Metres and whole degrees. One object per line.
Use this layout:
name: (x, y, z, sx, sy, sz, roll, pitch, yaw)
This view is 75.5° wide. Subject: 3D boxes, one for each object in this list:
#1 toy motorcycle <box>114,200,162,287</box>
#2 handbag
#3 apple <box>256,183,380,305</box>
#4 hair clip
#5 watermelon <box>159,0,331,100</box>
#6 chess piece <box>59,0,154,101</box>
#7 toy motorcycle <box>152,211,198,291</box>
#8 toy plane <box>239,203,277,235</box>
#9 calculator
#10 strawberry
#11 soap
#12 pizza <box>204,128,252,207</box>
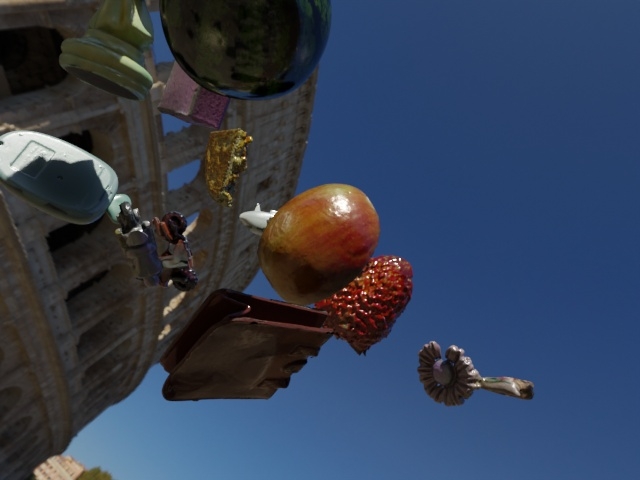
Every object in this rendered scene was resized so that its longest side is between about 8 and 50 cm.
toy motorcycle: (-0.390, 0.028, 0.902, 0.152, 0.073, 0.225, 59, -26, 26)
handbag: (-0.142, 0.217, 0.817, 0.260, 0.275, 0.084, -49, -137, 22)
apple: (0.000, 0.000, 1.035, 0.254, 0.346, 0.179, 47, -1, 5)
hair clip: (0.399, 0.371, 1.100, 0.300, 0.069, 0.173, 3, -88, 31)
watermelon: (-0.109, -0.348, 0.637, 0.269, 0.269, 0.269, 19, -52, 26)
chess piece: (-0.394, -0.452, 0.835, 0.176, 0.176, 0.298, 16, -91, 28)
toy motorcycle: (-0.392, 0.034, 1.071, 0.084, 0.118, 0.212, -162, -118, -83)
toy plane: (-0.110, -0.040, 1.214, 0.255, 0.101, 0.251, 20, -25, -6)
calculator: (-0.575, -0.137, 0.938, 0.299, 0.185, 0.041, 31, -42, -25)
strawberry: (0.140, 0.185, 1.401, 0.292, 0.292, 0.343, 30, -75, 18)
soap: (-0.228, -0.362, 0.842, 0.181, 0.081, 0.259, 24, -86, 47)
pizza: (-0.348, -0.255, 1.446, 0.268, 0.087, 0.257, 17, -91, 50)
